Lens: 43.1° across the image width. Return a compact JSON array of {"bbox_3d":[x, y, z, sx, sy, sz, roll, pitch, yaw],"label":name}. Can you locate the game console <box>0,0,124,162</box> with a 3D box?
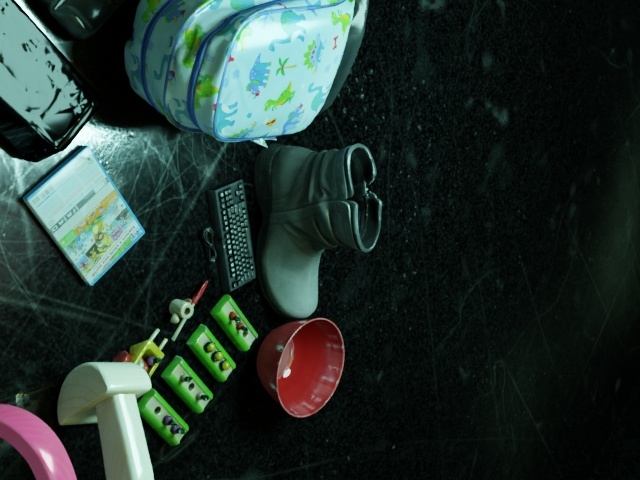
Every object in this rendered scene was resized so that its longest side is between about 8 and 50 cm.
[{"bbox_3d":[-0.332,-0.293,1.069,0.361,0.044,0.213,-58,138,-22],"label":"game console"}]

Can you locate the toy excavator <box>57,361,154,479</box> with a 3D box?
[{"bbox_3d":[-0.292,0.454,1.122,0.222,0.433,0.445,11,118,-50],"label":"toy excavator"}]

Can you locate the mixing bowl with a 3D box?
[{"bbox_3d":[-0.050,0.219,1.473,0.181,0.098,0.181,-16,111,-47],"label":"mixing bowl"}]

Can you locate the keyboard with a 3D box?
[{"bbox_3d":[-0.154,-0.004,1.360,0.108,0.023,0.180,-26,117,-43],"label":"keyboard"}]

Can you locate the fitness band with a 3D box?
[{"bbox_3d":[-0.389,0.344,1.002,0.054,0.209,0.290,-28,109,-66],"label":"fitness band"}]

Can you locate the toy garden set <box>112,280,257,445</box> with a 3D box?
[{"bbox_3d":[-0.209,0.186,1.317,0.244,0.049,0.203,-54,134,-27],"label":"toy garden set"}]

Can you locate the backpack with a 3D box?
[{"bbox_3d":[-0.107,-0.280,1.187,0.356,0.273,0.290,-3,132,-36],"label":"backpack"}]

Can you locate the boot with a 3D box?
[{"bbox_3d":[0.000,0.000,1.383,0.118,0.223,0.338,-30,120,-43],"label":"boot"}]

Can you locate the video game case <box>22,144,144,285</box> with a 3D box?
[{"bbox_3d":[-0.331,-0.034,1.150,0.119,0.015,0.166,-51,132,-30],"label":"video game case"}]
